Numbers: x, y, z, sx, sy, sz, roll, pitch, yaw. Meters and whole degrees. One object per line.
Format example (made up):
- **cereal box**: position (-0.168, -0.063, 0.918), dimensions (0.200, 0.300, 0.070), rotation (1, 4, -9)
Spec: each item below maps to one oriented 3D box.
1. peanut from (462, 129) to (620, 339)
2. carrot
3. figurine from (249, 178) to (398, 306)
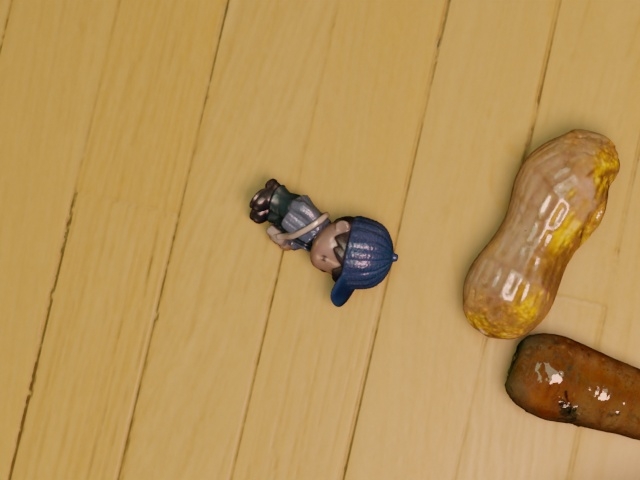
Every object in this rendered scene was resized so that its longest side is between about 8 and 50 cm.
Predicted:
- **peanut**: position (0.194, -0.007, 1.708), dimensions (0.087, 0.087, 0.207), rotation (29, 89, 5)
- **carrot**: position (0.310, 0.151, 1.700), dimensions (0.298, 0.078, 0.078), rotation (15, 86, 0)
- **figurine**: position (0.006, -0.007, 1.735), dimensions (0.079, 0.077, 0.136), rotation (-39, 71, -19)
